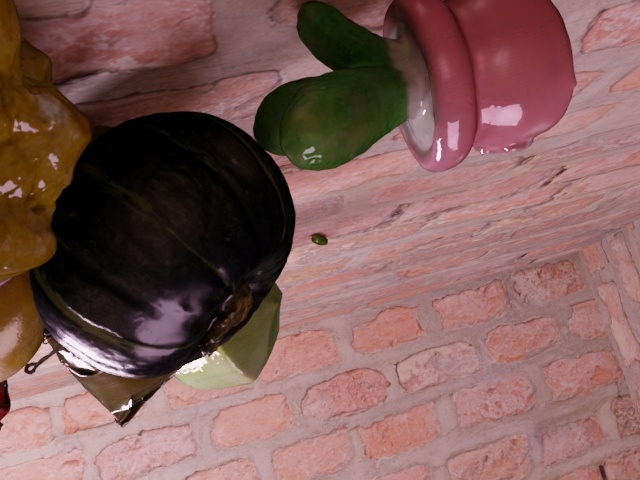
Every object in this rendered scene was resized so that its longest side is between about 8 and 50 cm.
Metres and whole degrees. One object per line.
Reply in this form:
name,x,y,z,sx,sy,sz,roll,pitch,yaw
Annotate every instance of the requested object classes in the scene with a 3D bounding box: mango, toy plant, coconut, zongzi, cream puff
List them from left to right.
cream puff,-0.381,-0.062,0.773,0.323,0.275,0.270,-21,173,15
mango,-0.583,0.142,1.526,0.384,0.199,0.222,-32,-156,40
zongzi,-0.287,0.099,1.472,0.418,0.181,0.447,-35,157,-13
coconut,-0.221,0.172,1.932,0.328,0.329,0.281,-22,148,25
toy plant,0.104,-0.174,0.984,0.355,0.211,0.317,-9,-167,-11

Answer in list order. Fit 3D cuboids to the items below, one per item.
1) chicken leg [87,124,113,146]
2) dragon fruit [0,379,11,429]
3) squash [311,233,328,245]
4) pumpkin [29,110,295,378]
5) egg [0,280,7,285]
chicken leg,-0.390,-0.029,1.249,0.429,0.153,0.201,-17,158,37
dragon fruit,-0.855,0.371,1.946,0.329,0.329,0.329,-16,168,-4
squash,0.001,0.000,2.094,0.027,0.027,0.089,-20,169,18
pumpkin,-0.176,0.004,1.005,0.323,0.241,0.323,-53,169,-15
egg,-0.409,-0.036,1.004,0.271,0.196,0.196,-32,164,16
